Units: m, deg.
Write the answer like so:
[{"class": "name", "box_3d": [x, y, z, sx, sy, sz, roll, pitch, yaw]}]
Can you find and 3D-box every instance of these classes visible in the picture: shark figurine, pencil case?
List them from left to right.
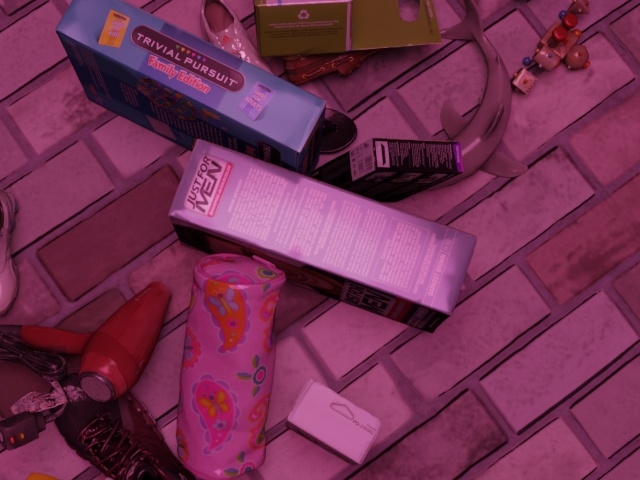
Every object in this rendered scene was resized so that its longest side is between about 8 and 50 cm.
[{"class": "pencil case", "box_3d": [-0.114, 0.161, 1.447, 0.124, 0.124, 0.284, 6, 107, -1]}, {"class": "shark figurine", "box_3d": [0.230, -0.196, 1.587, 0.166, 0.116, 0.278, 12, 80, -1]}]

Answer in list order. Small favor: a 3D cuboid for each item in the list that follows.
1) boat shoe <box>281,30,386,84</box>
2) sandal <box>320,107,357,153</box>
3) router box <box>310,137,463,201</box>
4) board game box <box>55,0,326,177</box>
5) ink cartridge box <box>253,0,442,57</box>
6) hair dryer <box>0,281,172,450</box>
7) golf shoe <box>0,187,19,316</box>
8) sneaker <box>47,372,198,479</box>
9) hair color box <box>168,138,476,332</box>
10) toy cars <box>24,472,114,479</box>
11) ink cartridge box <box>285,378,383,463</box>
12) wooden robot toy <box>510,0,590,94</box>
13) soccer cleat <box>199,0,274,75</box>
[{"class": "boat shoe", "box_3d": [0.030, -0.266, 1.625, 0.177, 0.064, 0.060, -15, 113, -13]}, {"class": "sandal", "box_3d": [-0.035, -0.174, 1.607, 0.179, 0.040, 0.067, 21, 77, 3]}, {"class": "router box", "box_3d": [0.085, -0.090, 1.506, 0.133, 0.179, 0.046, 0, 79, -27]}, {"class": "board game box", "box_3d": [-0.161, -0.185, 1.498, 0.336, 0.254, 0.079, 26, 78, 3]}, {"class": "ink cartridge box", "box_3d": [0.032, -0.358, 1.585, 0.255, 0.097, 0.189, -5, 51, -3]}, {"class": "hair dryer", "box_3d": [-0.322, 0.129, 1.489, 0.293, 0.080, 0.223, -23, 47, -22]}, {"class": "golf shoe", "box_3d": [-0.446, 0.012, 1.535, 0.069, 0.086, 0.176, -3, 80, -4]}, {"class": "sneaker", "box_3d": [-0.243, 0.268, 1.448, 0.281, 0.162, 0.106, 42, 80, 6]}, {"class": "hair color box", "box_3d": [0.000, 0.000, 1.499, 0.374, 0.185, 0.114, 20, 78, 2]}, {"class": "toy cars", "box_3d": [-0.365, 0.331, 1.419, 0.393, 0.177, 0.087, 0, 39, 29]}, {"class": "ink cartridge box", "box_3d": [0.015, 0.236, 1.469, 0.109, 0.150, 0.063, 30, 79, 5]}, {"class": "wooden robot toy", "box_3d": [0.351, -0.269, 1.628, 0.079, 0.076, 0.173, 39, 80, -5]}, {"class": "soccer cleat", "box_3d": [-0.118, -0.259, 1.591, 0.068, 0.076, 0.196, -29, 71, -6]}]
